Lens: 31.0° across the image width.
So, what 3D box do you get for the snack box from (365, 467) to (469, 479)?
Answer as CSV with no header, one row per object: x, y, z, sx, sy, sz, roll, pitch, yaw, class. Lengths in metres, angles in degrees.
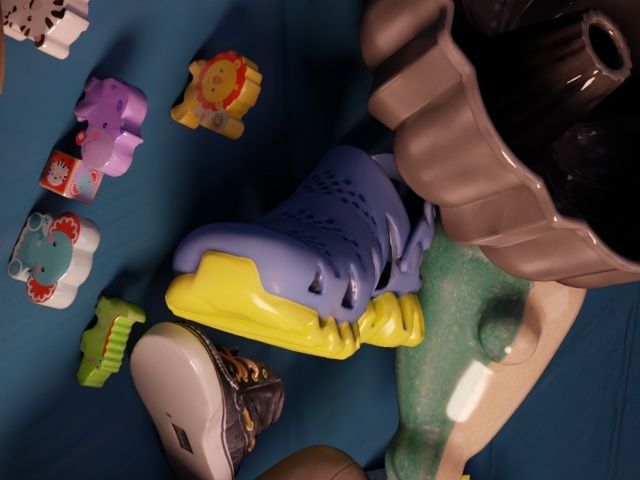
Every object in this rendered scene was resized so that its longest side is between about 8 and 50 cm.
0.079,0.276,1.075,0.100,0.037,0.141,-5,115,-26,snack box

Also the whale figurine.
0.106,0.076,0.929,0.272,0.141,0.216,-62,-177,-9,whale figurine

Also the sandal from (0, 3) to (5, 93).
-0.191,-0.042,0.535,0.049,0.072,0.180,19,97,-35,sandal

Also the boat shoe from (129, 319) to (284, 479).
-0.071,0.093,0.769,0.083,0.065,0.183,-50,155,-31,boat shoe

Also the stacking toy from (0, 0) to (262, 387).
-0.129,-0.025,0.634,0.167,0.052,0.221,21,91,-56,stacking toy

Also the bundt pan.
0.154,-0.114,0.816,0.331,0.124,0.331,18,61,-36,bundt pan

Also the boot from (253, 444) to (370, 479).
-0.091,0.222,0.697,0.338,0.118,0.223,-42,152,-22,boot

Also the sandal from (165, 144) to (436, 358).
0.000,0.000,0.754,0.317,0.126,0.138,1,104,-74,sandal
